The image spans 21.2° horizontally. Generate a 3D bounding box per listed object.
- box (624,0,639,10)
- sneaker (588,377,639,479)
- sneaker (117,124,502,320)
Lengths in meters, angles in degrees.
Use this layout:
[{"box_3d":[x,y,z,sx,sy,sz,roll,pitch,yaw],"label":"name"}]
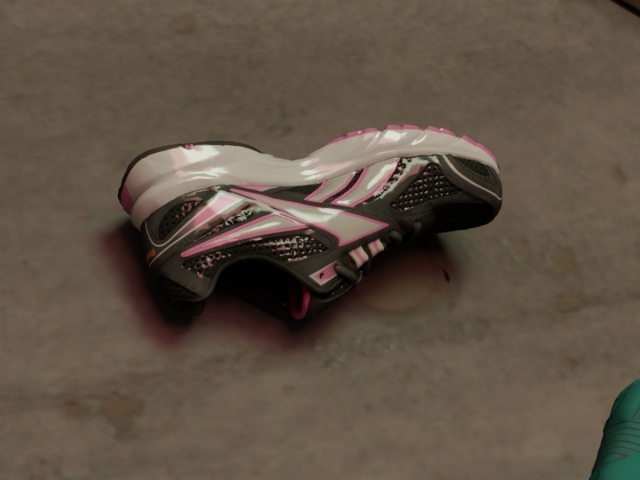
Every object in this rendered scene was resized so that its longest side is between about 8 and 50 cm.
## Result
[{"box_3d":[0.164,-0.249,0.986,0.311,0.148,0.121,30,48,6],"label":"box"},{"box_3d":[0.104,0.129,0.661,0.295,0.124,0.178,19,53,-17],"label":"sneaker"},{"box_3d":[0.000,0.000,0.778,0.178,0.072,0.077,-7,67,-17],"label":"sneaker"}]
